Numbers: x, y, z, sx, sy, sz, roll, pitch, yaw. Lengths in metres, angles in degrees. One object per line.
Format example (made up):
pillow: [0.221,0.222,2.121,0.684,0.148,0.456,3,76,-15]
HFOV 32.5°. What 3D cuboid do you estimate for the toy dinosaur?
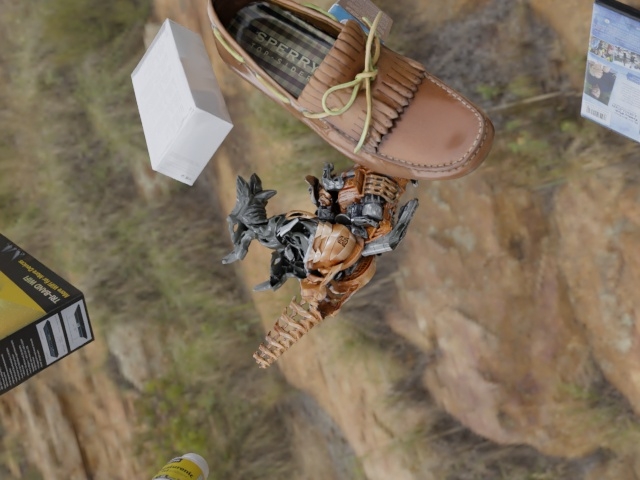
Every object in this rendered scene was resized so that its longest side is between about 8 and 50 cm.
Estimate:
toy dinosaur: [0.000,0.000,1.348,0.218,0.322,0.164,9,130,41]

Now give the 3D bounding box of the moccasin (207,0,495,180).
moccasin: [0.028,-0.190,1.250,0.380,0.139,0.147,39,178,23]

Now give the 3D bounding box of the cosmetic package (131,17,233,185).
cosmetic package: [-0.176,-0.177,1.370,0.099,0.060,0.239,-54,33,24]

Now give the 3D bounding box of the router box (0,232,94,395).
router box: [-0.474,0.090,1.380,0.309,0.243,0.081,28,136,38]

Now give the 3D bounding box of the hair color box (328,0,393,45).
hair color box: [0.025,-0.318,1.842,0.105,0.174,0.347,40,-163,-6]

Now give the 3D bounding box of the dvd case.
dvd case: [0.469,-0.228,1.588,0.180,0.022,0.253,30,156,25]

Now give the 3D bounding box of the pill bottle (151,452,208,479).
pill bottle: [-0.194,0.334,1.495,0.116,0.065,0.065,-39,-62,-72]
